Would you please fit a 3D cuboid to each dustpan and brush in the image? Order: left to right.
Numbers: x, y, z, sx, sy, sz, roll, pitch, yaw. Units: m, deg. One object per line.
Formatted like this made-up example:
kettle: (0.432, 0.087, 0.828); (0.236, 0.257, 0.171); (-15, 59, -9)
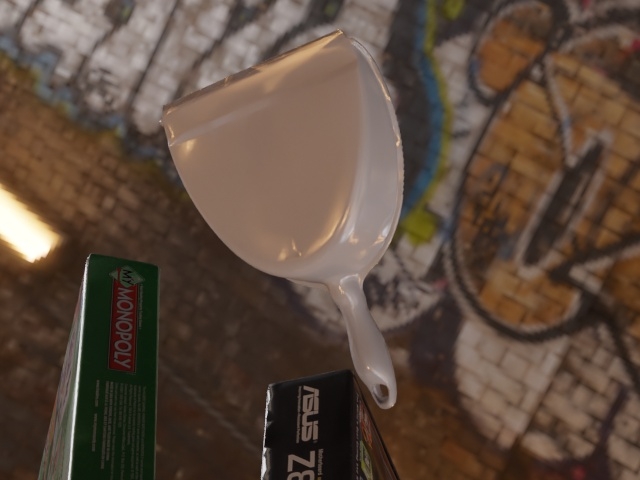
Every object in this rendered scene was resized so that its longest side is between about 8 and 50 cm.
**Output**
dustpan and brush: (0.000, 0.000, 0.880); (0.147, 0.211, 0.060); (-19, 172, 30)

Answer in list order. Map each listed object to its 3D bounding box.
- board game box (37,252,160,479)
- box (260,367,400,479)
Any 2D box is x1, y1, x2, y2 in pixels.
board game box: (-0.130, 0.187, 0.798); (0.046, 0.213, 0.317); (10, -144, -12)
box: (0.032, 0.360, 1.299); (0.097, 0.318, 0.395); (-12, -143, 11)
